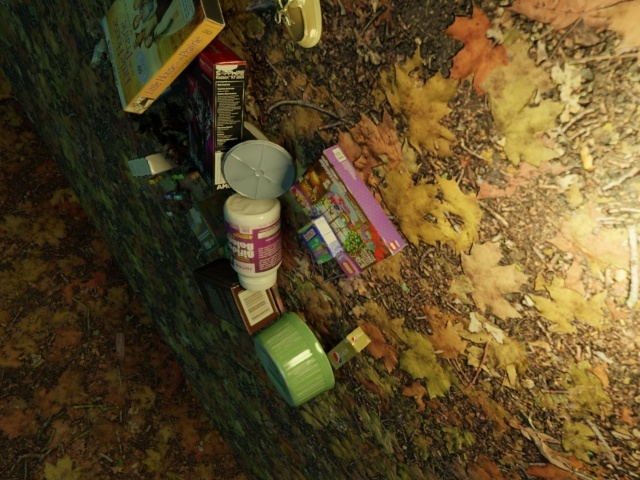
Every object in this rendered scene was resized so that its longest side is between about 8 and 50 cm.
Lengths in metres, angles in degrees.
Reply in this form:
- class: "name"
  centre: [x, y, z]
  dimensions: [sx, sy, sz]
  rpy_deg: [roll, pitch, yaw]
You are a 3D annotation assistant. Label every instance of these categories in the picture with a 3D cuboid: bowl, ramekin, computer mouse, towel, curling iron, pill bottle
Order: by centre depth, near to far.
- class: "bowl"
  centre: [-0.191, -0.262, 1.280]
  dimensions: [0.142, 0.053, 0.142]
  rpy_deg: [44, 143, 19]
- class: "pill bottle"
  centre: [-0.204, 0.007, 1.391]
  dimensions: [0.169, 0.169, 0.301]
  rpy_deg: [31, 136, 34]
- class: "ramekin"
  centre: [-0.099, 0.407, 1.513]
  dimensions: [0.303, 0.148, 0.303]
  rpy_deg: [47, 153, 33]
- class: "curling iron"
  centre: [-0.180, 0.143, 1.572]
  dimensions: [0.068, 0.035, 0.274]
  rpy_deg: [7, 120, 48]
- class: "computer mouse"
  centre: [-0.685, -0.473, 1.740]
  dimensions: [0.242, 0.041, 0.071]
  rpy_deg: [30, 152, 41]
- class: "towel"
  centre: [-0.633, -0.245, 1.842]
  dimensions: [0.148, 0.027, 0.110]
  rpy_deg: [44, 143, 20]

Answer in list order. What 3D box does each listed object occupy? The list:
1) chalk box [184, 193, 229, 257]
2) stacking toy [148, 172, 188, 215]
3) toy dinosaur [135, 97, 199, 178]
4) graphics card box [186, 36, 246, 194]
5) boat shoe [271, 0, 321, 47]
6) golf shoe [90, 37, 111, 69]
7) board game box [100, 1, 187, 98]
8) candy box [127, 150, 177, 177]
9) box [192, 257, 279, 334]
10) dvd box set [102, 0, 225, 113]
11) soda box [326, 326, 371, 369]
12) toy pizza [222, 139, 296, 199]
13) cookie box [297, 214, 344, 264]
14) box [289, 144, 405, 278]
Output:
- class: "chalk box"
  centre: [-0.354, -0.041, 1.570]
  dimensions: [0.132, 0.132, 0.213]
  rpy_deg: [-23, 97, 53]
- class: "stacking toy"
  centre: [-0.575, -0.179, 1.765]
  dimensions: [0.221, 0.052, 0.167]
  rpy_deg: [4, 126, 41]
- class: "toy dinosaur"
  centre: [-0.492, -0.341, 1.494]
  dimensions: [0.322, 0.164, 0.218]
  rpy_deg: [36, 167, 30]
- class: "graphics card box"
  centre: [-0.295, -0.343, 1.244]
  dimensions: [0.233, 0.094, 0.370]
  rpy_deg: [49, 142, 40]
- class: "boat shoe"
  centre: [-0.085, -0.538, 0.922]
  dimensions: [0.105, 0.089, 0.285]
  rpy_deg: [-7, 110, 51]
- class: "golf shoe"
  centre: [-0.855, -0.726, 1.748]
  dimensions: [0.176, 0.069, 0.086]
  rpy_deg: [-4, 92, 48]
- class: "board game box"
  centre: [-0.567, -0.612, 1.449]
  dimensions: [0.302, 0.086, 0.308]
  rpy_deg: [2, 116, 50]
- class: "candy box"
  centre: [-0.585, -0.290, 1.634]
  dimensions: [0.196, 0.165, 0.070]
  rpy_deg: [5, 117, 49]
- class: "box"
  centre: [-0.324, 0.196, 1.667]
  dimensions: [0.381, 0.143, 0.191]
  rpy_deg: [8, 121, 52]
- class: "dvd box set"
  centre: [-0.430, -0.573, 1.173]
  dimensions: [0.420, 0.062, 0.307]
  rpy_deg: [-23, 78, 38]
- class: "soda box"
  centre: [0.081, 0.334, 1.374]
  dimensions: [0.058, 0.061, 0.181]
  rpy_deg: [50, 143, 12]
- class: "toy pizza"
  centre: [-0.166, -0.194, 1.227]
  dimensions: [0.201, 0.201, 0.032]
  rpy_deg: [105, 168, -45]
- class: "cookie box"
  centre: [0.000, 0.000, 1.152]
  dimensions: [0.107, 0.040, 0.092]
  rpy_deg: [59, 148, 1]
- class: "box"
  centre: [0.058, -0.063, 1.120]
  dimensions: [0.293, 0.057, 0.201]
  rpy_deg: [56, 145, 3]
